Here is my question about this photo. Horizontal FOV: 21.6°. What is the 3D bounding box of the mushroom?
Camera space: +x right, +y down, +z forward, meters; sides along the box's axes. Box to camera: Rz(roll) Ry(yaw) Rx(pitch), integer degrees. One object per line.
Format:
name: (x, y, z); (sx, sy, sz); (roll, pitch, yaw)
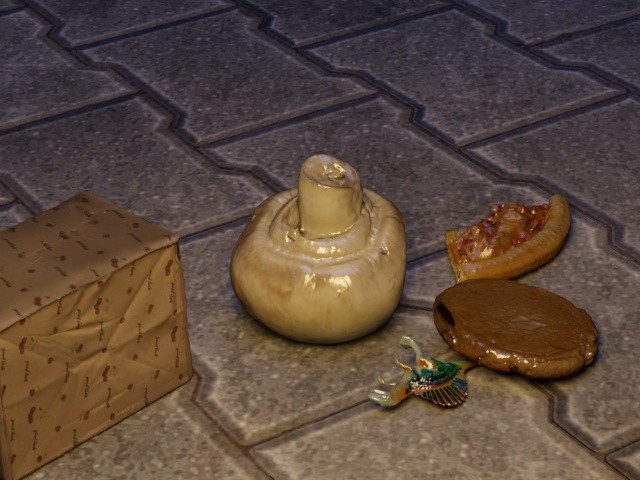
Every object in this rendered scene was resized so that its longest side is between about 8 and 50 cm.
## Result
mushroom: (0.000, 0.000, 2.184); (0.254, 0.234, 0.260); (-27, 38, -30)

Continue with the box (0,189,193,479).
box: (-0.325, 0.110, 2.027); (0.190, 0.225, 0.297); (24, 40, 36)

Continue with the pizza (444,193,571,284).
pizza: (0.262, -0.001, 2.344); (0.271, 0.056, 0.134); (-24, 44, -34)

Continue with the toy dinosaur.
toy dinosaur: (0.147, 0.171, 2.070); (0.187, 0.044, 0.106); (10, 32, -15)

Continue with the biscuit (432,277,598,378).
biscuit: (0.248, 0.112, 2.134); (0.226, 0.042, 0.226); (8, 25, -4)
